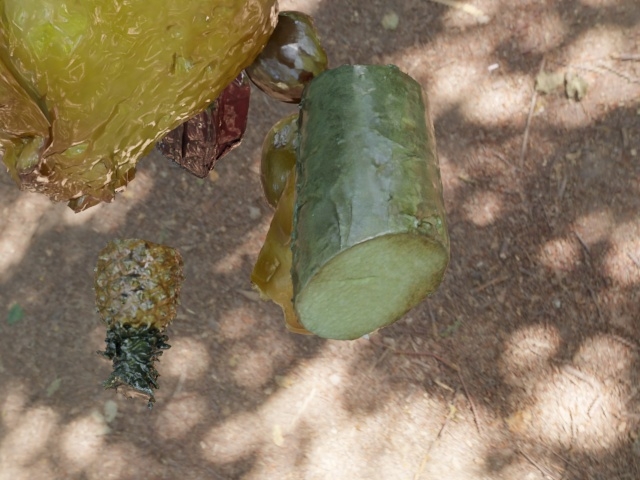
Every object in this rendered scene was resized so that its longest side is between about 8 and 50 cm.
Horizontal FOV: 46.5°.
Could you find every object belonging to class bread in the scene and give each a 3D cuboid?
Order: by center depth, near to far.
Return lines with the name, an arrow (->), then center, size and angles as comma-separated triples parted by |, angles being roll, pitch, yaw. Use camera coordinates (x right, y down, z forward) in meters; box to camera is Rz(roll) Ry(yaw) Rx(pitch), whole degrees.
bread -> -0.193, -0.203, 0.443 | 0.215, 0.398, 0.398 | -39, 58, -5
bread -> 0.002, 0.004, 1.253 | 0.195, 0.149, 0.344 | 19, 119, -3

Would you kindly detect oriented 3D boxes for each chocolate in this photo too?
chocolate -> -0.041, -0.259, 1.069 | 0.127, 0.124, 0.133 | -35, 47, -16

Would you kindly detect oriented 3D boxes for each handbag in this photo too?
handbag -> -0.215, -0.224, 1.320 | 0.146, 0.225, 0.135 | 37, 57, 9

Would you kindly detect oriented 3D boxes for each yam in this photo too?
yam -> 0.051, -0.051, 0.807 | 0.168, 0.168, 0.304 | -15, 49, 18

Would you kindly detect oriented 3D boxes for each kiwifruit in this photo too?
kiwifruit -> -0.023, -0.135, 1.417 | 0.196, 0.196, 0.234 | -18, 60, 16

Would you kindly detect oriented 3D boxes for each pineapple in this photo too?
pineapple -> -0.312, 0.142, 1.262 | 0.157, 0.158, 0.279 | -3, 77, 23

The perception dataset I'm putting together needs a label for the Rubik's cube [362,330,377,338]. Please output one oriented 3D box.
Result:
Rubik's cube -> 0.069, 0.106, 1.111 | 0.084, 0.073, 0.075 | -61, 16, 23
